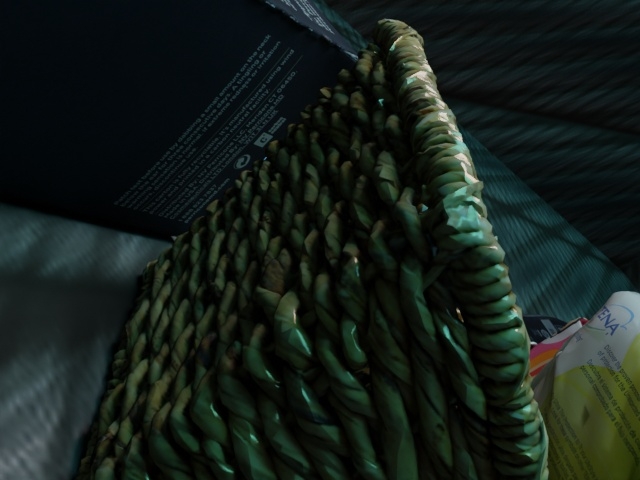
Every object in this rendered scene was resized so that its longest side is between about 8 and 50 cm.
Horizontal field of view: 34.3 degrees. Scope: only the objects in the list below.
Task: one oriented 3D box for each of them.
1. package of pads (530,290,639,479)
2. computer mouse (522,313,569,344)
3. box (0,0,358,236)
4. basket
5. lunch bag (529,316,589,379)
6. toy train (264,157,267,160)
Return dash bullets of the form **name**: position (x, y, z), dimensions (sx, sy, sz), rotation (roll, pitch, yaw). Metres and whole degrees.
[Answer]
- **package of pads**: position (0.205, 0.158, 0.422), dimensions (0.229, 0.101, 0.296), rotation (35, 15, -11)
- **computer mouse**: position (0.197, 0.126, 1.059), dimensions (0.272, 0.072, 0.188), rotation (16, 34, -39)
- **box**: position (-0.196, -0.200, 0.613), dimensions (0.343, 0.179, 0.312), rotation (53, 16, 24)
- **basket**: position (0.041, 0.062, 0.502), dimensions (0.213, 0.223, 0.299), rotation (42, 15, -16)
- **lunch bag**: position (0.277, 0.204, 0.897), dimensions (0.293, 0.120, 0.258), rotation (43, 25, -28)
- **toy train**: position (0.000, 0.000, 0.794), dimensions (0.248, 0.105, 0.143), rotation (44, 26, -8)
